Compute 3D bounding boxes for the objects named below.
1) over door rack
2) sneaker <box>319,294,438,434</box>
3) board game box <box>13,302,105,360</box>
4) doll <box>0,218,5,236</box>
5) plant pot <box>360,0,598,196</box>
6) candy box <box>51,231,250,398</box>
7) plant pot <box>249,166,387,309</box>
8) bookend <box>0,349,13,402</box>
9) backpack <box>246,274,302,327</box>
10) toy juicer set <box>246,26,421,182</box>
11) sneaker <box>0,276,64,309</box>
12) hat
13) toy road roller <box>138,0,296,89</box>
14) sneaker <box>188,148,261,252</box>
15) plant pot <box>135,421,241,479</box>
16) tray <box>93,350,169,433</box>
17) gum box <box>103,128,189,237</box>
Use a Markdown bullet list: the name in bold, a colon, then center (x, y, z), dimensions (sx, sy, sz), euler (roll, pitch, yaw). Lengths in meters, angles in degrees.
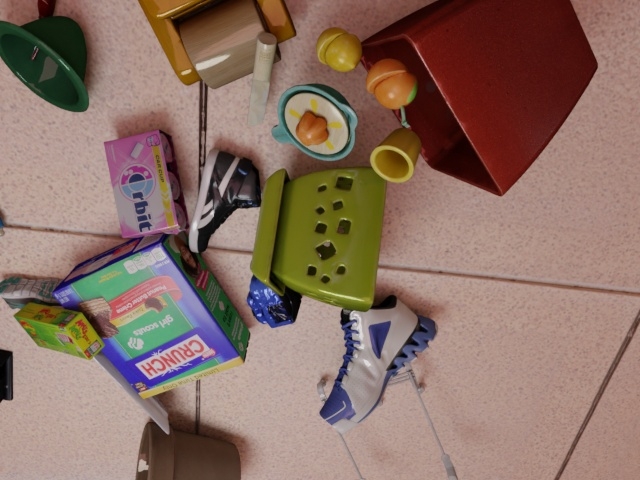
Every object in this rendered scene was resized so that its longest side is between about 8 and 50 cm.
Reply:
- **over door rack**: center (0.156, 0.449, 1.159), dimensions (0.239, 0.108, 0.324), euler (-21, 94, 10)
- **sneaker**: center (0.087, 0.235, 1.038), dimensions (0.182, 0.127, 0.315), euler (45, 77, -3)
- **board game box**: center (-0.529, 0.182, 0.972), dimensions (0.181, 0.043, 0.092), euler (3, 127, 30)
- **doll**: center (-0.703, -0.030, 0.968), dimensions (0.129, 0.046, 0.189), euler (23, 114, -12)
- **plant pot**: center (0.248, -0.267, 0.749), dimensions (0.235, 0.267, 0.267), euler (-38, 111, 3)
- **candy box**: center (-0.342, 0.156, 1.019), dimensions (0.268, 0.122, 0.317), euler (-23, 115, 13)
- **plant pot**: center (0.000, 0.000, 0.856), dimensions (0.207, 0.228, 0.227), euler (6, 78, 5)
- **bookend**: center (-0.782, 0.355, 1.097), dimensions (0.072, 0.157, 0.156), euler (14, 115, -7)
- **backpack**: center (-0.105, 0.114, 1.013), dimensions (0.101, 0.098, 0.120), euler (-16, 116, 12)
- **toy juicer set**: center (-0.009, -0.207, 0.715), dimensions (0.329, 0.089, 0.209), euler (19, 145, 22)
- **sneaker**: center (-0.608, 0.124, 1.046), dimensions (0.166, 0.065, 0.076), euler (8, 132, 0)
- **hat**: center (-0.425, -0.355, 0.822), dimensions (0.173, 0.184, 0.208), euler (30, 154, -7)
- **toy road roller**: center (-0.185, -0.386, 0.685), dimensions (0.202, 0.241, 0.330), euler (-21, 115, 10)
- **sneaker**: center (-0.179, -0.059, 0.937), dimensions (0.121, 0.079, 0.217), euler (15, 114, -6)
- **plant pot**: center (-0.325, 0.587, 1.183), dimensions (0.229, 0.263, 0.263), euler (10, 117, -23)
- **tray**: center (-0.439, 0.326, 1.111), dimensions (0.030, 0.145, 0.270), euler (-41, 114, -20)
- **gum box**: center (-0.318, -0.097, 0.886), dimensions (0.107, 0.062, 0.188), euler (-12, 89, 5)
